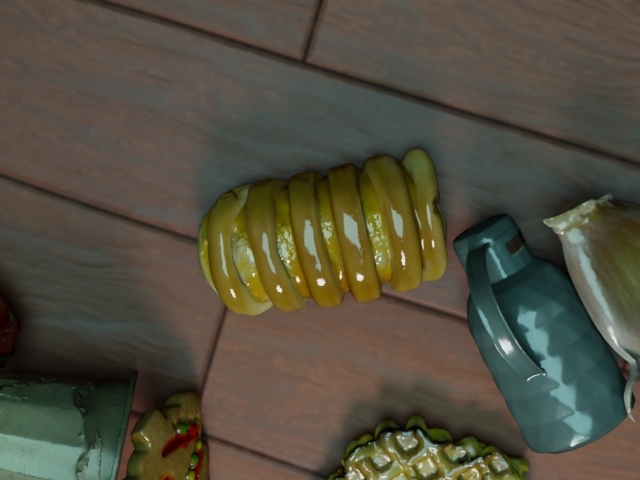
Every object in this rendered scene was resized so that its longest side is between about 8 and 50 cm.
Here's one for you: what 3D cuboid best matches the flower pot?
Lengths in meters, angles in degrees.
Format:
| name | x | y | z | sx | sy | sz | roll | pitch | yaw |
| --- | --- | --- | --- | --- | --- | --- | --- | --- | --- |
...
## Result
| name | x | y | z | sx | sy | sz | roll | pitch | yaw |
| --- | --- | --- | --- | --- | --- | --- | --- | --- | --- |
| flower pot | -0.335 | 0.240 | 1.533 | 0.202 | 0.212 | 0.212 | 15 | 98 | -8 |

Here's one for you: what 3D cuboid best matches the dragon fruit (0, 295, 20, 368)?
| name | x | y | z | sx | sy | sz | roll | pitch | yaw |
| --- | --- | --- | --- | --- | --- | --- | --- | --- | --- |
| dragon fruit | -0.445 | 0.106 | 1.581 | 0.130 | 0.121 | 0.142 | -8 | 111 | 23 |

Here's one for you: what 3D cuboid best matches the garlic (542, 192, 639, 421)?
| name | x | y | z | sx | sy | sz | roll | pitch | yaw |
| --- | --- | --- | --- | --- | --- | --- | --- | --- | --- |
| garlic | 0.378 | 0.067 | 1.511 | 0.148 | 0.128 | 0.267 | -24 | 82 | -1 |

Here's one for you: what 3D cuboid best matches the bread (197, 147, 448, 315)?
| name | x | y | z | sx | sy | sz | roll | pitch | yaw |
| --- | --- | --- | --- | --- | --- | --- | --- | --- | --- |
| bread | 0.000 | 0.000 | 1.541 | 0.311 | 0.121 | 0.173 | -13 | 98 | 6 |

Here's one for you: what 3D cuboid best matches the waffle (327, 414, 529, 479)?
| name | x | y | z | sx | sy | sz | roll | pitch | yaw |
| --- | --- | --- | --- | --- | --- | --- | --- | --- | --- |
| waffle | 0.130 | 0.372 | 1.615 | 0.281 | 0.058 | 0.301 | 33 | 100 | -1 |

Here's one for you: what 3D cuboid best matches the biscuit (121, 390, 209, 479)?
| name | x | y | z | sx | sy | sz | roll | pitch | yaw |
| --- | --- | --- | --- | --- | --- | --- | --- | --- | --- |
| biscuit | -0.180 | 0.309 | 1.572 | 0.041 | 0.212 | 0.239 | -2 | 125 | 21 |

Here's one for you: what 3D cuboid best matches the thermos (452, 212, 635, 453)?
| name | x | y | z | sx | sy | sz | roll | pitch | yaw |
| --- | --- | --- | --- | --- | --- | --- | --- | --- | --- |
| thermos | 0.250 | 0.111 | 1.515 | 0.145 | 0.182 | 0.287 | -27 | 96 | 26 |
